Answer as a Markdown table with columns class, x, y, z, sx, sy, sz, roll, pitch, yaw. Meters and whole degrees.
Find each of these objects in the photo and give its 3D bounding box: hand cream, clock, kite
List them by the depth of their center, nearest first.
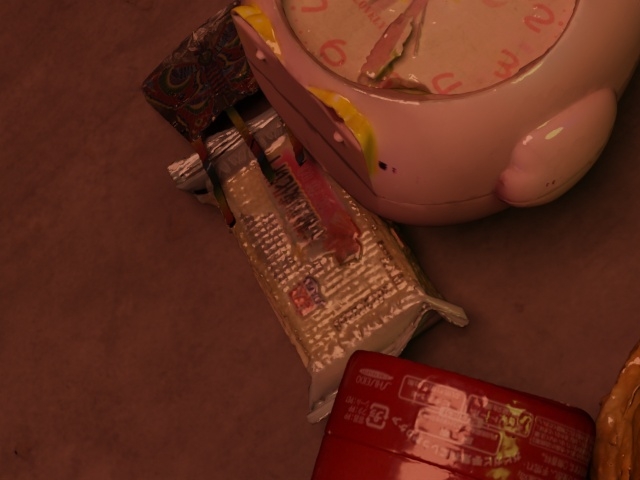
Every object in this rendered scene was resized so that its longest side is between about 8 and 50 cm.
| class | x | y | z | sx | sy | sz | roll | pitch | yaw |
| --- | --- | --- | --- | --- | --- | --- | --- | --- | --- |
| hand cream | 0.109 | 0.185 | 1.510 | 0.230 | 0.230 | 0.149 | 15 | 86 | 25 |
| clock | 0.132 | -0.201 | 1.582 | 0.377 | 0.250 | 0.368 | -38 | 68 | -11 |
| kite | -0.086 | -0.122 | 1.732 | 0.152 | 0.015 | 0.285 | -39 | 40 | 12 |

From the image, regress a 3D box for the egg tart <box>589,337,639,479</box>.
| class | x | y | z | sx | sy | sz | roll | pitch | yaw |
| --- | --- | --- | --- | --- | --- | --- | --- | --- | --- |
| egg tart | 0.366 | 0.186 | 1.458 | 0.341 | 0.129 | 0.341 | -6 | 73 | 20 |

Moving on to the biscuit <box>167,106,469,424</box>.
| class | x | y | z | sx | sy | sz | roll | pitch | yaw |
| --- | --- | --- | --- | --- | --- | --- | --- | --- | --- |
| biscuit | -0.004 | 0.002 | 1.686 | 0.186 | 0.079 | 0.309 | -33 | 67 | 9 |
